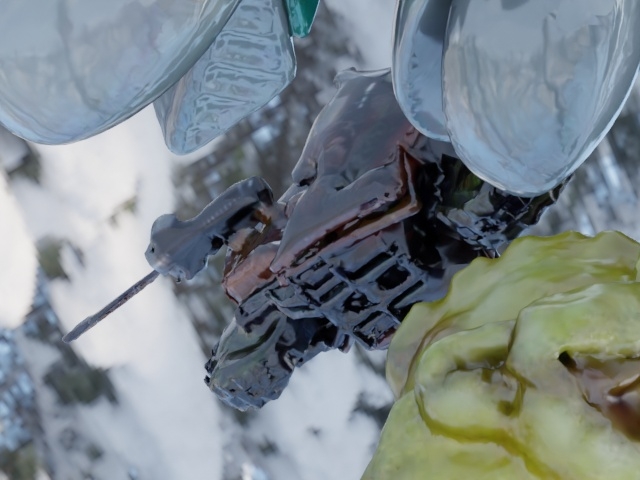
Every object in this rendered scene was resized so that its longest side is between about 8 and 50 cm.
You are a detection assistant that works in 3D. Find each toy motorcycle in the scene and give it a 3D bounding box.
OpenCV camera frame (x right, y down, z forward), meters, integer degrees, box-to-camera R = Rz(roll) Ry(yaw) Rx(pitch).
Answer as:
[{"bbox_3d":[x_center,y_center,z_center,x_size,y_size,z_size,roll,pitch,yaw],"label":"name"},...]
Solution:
[{"bbox_3d":[0.000,0.000,1.073,0.401,0.134,0.207,-39,-156,35],"label":"toy motorcycle"}]

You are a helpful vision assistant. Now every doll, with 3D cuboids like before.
[{"bbox_3d":[-0.006,-0.100,0.414,0.194,0.258,0.153,-7,-126,-13],"label":"doll"}]

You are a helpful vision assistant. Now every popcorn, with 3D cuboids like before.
[{"bbox_3d":[0.125,0.105,0.841,0.203,0.200,0.226,-9,-154,46],"label":"popcorn"}]
